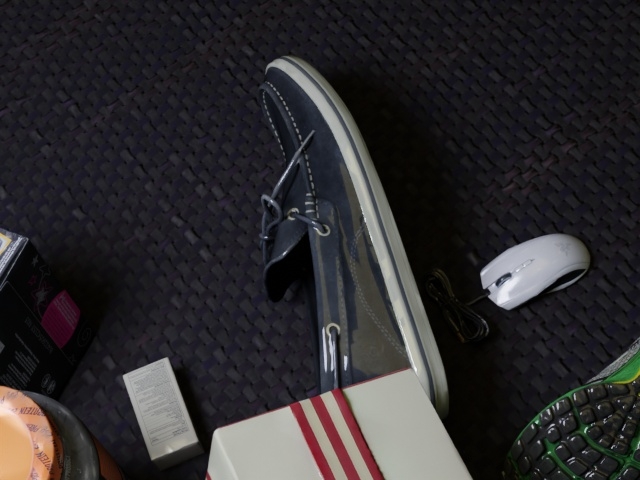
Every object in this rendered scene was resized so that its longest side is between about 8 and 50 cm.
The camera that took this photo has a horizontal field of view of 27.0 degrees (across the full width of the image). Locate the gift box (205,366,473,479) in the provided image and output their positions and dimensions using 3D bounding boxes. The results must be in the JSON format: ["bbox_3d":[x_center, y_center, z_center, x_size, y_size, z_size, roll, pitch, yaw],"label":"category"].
[{"bbox_3d":[0.039,0.319,1.329,0.255,0.276,0.258,-18,56,-16],"label":"gift box"}]

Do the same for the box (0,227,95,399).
[{"bbox_3d":[-0.386,0.096,1.506,0.142,0.247,0.163,20,67,20],"label":"box"}]

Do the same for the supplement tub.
[{"bbox_3d":[-0.296,0.273,1.359,0.194,0.316,0.193,-4,61,7],"label":"supplement tub"}]

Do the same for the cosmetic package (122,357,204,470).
[{"bbox_3d":[-0.181,0.200,1.536,0.060,0.041,0.115,-21,61,-3],"label":"cosmetic package"}]

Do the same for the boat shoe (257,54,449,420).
[{"bbox_3d":[0.000,0.000,1.539,0.156,0.187,0.500,-16,66,-6],"label":"boat shoe"}]

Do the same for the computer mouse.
[{"bbox_3d":[0.225,0.040,1.559,0.193,0.042,0.106,-27,61,-6],"label":"computer mouse"}]

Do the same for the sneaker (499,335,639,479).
[{"bbox_3d":[0.341,0.186,1.425,0.343,0.146,0.134,-39,79,4],"label":"sneaker"}]
